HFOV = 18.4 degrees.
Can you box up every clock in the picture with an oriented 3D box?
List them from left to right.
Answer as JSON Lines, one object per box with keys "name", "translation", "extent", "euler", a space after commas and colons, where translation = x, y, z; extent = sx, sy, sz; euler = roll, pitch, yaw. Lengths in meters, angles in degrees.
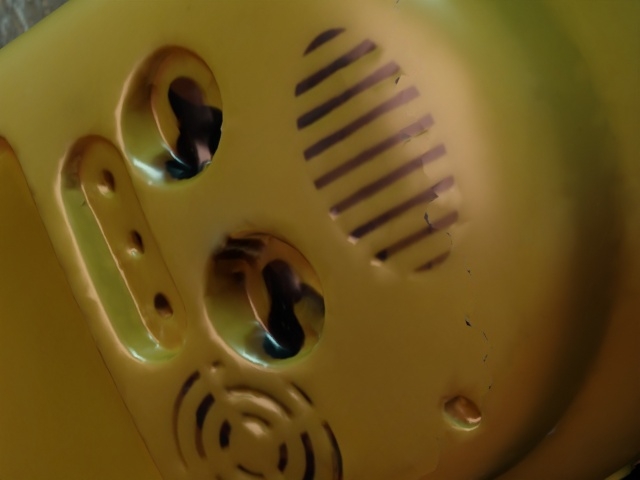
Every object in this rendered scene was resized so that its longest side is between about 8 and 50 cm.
{"name": "clock", "translation": [0.000, 0.000, 0.666], "extent": [0.317, 0.200, 0.244], "euler": [-30, 85, 45]}

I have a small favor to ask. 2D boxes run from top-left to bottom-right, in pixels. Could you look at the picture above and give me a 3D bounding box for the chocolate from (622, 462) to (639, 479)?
{"name": "chocolate", "translation": [0.087, 0.180, 0.639], "extent": [0.224, 0.177, 0.206], "euler": [26, 108, 37]}
